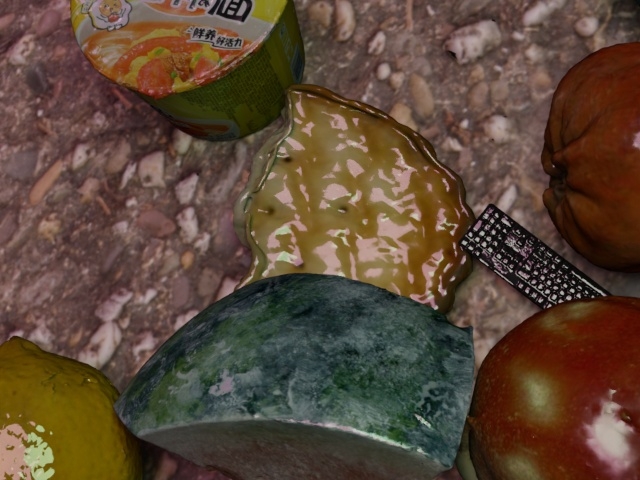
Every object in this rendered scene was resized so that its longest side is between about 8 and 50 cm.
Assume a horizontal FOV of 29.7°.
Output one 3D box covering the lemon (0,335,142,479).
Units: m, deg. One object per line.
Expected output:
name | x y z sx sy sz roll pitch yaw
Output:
lemon | -0.312 0.247 1.286 0.267 0.267 0.267 -4 71 13

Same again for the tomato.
tomato | 0.267 0.192 1.135 0.239 0.303 0.303 15 75 37

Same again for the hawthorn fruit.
hawthorn fruit | 0.351 -0.088 1.235 0.262 0.258 0.258 -34 66 -12

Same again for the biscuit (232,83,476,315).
biscuit | 0.000 0.000 1.384 0.335 0.078 0.329 -43 70 -2

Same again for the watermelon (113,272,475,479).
watermelon | -0.016 0.184 1.220 0.387 0.258 0.228 1 36 26

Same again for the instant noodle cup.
instant noodle cup | -0.138 -0.252 1.433 0.264 0.200 0.264 -4 71 12

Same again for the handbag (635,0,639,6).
handbag | 0.415 -0.402 1.331 0.263 0.222 0.241 -31 62 5

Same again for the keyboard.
keyboard | 0.247 0.043 1.308 0.204 0.013 0.061 38 79 9
